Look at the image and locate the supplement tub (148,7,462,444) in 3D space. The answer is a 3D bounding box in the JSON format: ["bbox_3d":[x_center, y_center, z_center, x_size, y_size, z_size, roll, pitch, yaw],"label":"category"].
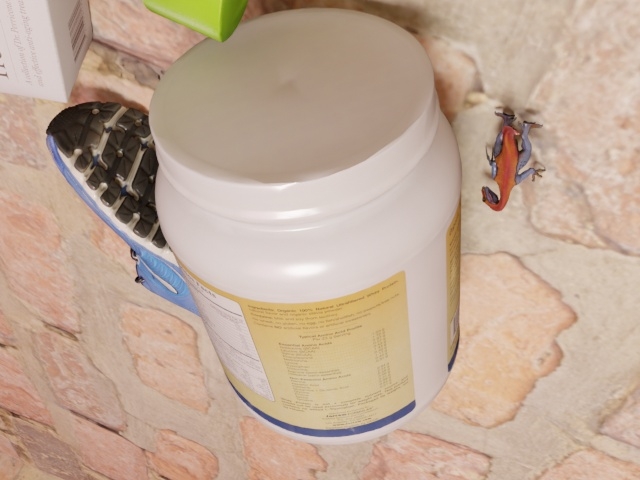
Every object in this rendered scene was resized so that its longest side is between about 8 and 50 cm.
[{"bbox_3d":[0.000,0.000,0.602,0.228,0.228,0.316,12,141,20],"label":"supplement tub"}]

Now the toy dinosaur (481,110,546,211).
[{"bbox_3d":[0.142,-0.058,0.583,0.047,0.090,0.082,24,115,30],"label":"toy dinosaur"}]

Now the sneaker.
[{"bbox_3d":[-0.171,-0.003,0.790,0.147,0.130,0.330,-14,128,39],"label":"sneaker"}]

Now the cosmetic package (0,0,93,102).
[{"bbox_3d":[-0.328,-0.273,0.503,0.284,0.097,0.377,10,147,-3],"label":"cosmetic package"}]

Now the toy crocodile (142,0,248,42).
[{"bbox_3d":[-0.062,-0.273,0.400,0.115,0.105,0.340,15,126,15],"label":"toy crocodile"}]
